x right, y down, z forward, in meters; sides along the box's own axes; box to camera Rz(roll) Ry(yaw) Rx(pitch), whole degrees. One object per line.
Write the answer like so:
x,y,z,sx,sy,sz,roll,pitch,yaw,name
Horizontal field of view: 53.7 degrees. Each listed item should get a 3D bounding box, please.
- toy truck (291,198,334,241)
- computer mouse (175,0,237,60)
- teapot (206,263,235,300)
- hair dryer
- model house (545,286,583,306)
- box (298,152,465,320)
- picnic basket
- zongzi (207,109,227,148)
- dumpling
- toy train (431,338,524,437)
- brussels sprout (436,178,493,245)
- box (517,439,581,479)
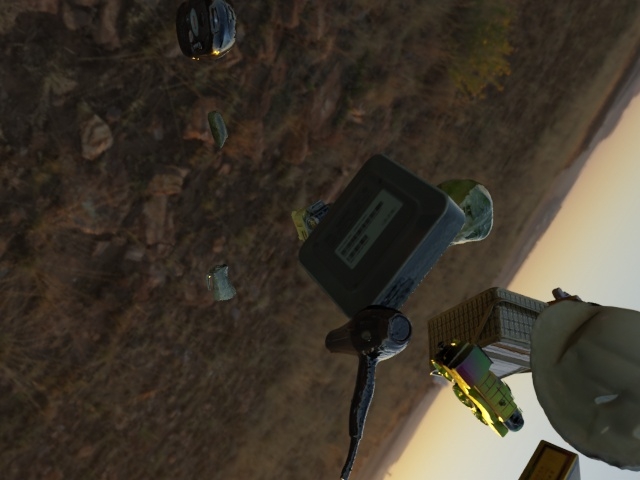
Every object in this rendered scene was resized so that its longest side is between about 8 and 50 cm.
0.000,0.000,2.123,0.124,0.157,0.272,-37,114,-38,toy truck
-0.231,-0.454,1.329,0.096,0.233,0.137,-8,103,-27,computer mouse
-0.239,0.096,1.501,0.057,0.067,0.083,-62,148,-65,teapot
0.063,0.309,1.298,0.303,0.120,0.360,-29,-137,58,hair dryer
0.770,0.263,1.919,0.237,0.238,0.202,-31,-177,-43,model house
0.143,-0.010,1.686,0.111,0.396,0.396,34,96,-37,box
0.469,0.279,1.754,0.313,0.227,0.175,-40,-140,49,picnic basket
-0.343,-0.367,2.083,0.113,0.052,0.104,-92,163,-60,zongzi
0.423,0.210,0.893,0.227,0.175,0.243,-46,-154,-14,dumpling
0.402,0.371,1.583,0.100,0.296,0.160,-44,-165,-13,toy train
0.454,-0.090,2.091,0.271,0.210,0.220,-45,127,-53,brussels sprout
0.411,0.571,1.232,0.301,0.084,0.193,-43,129,-32,box
